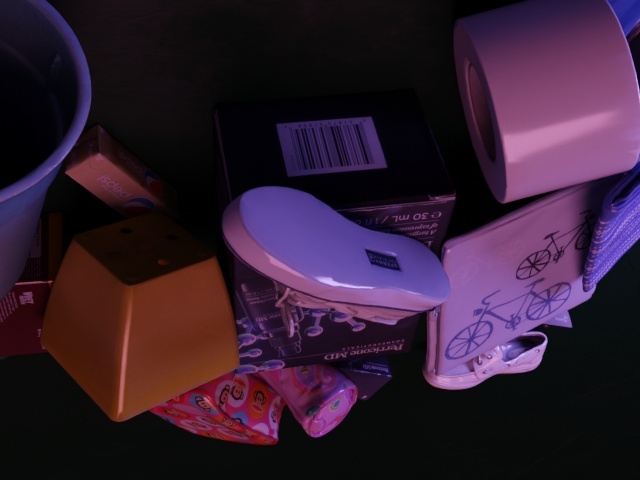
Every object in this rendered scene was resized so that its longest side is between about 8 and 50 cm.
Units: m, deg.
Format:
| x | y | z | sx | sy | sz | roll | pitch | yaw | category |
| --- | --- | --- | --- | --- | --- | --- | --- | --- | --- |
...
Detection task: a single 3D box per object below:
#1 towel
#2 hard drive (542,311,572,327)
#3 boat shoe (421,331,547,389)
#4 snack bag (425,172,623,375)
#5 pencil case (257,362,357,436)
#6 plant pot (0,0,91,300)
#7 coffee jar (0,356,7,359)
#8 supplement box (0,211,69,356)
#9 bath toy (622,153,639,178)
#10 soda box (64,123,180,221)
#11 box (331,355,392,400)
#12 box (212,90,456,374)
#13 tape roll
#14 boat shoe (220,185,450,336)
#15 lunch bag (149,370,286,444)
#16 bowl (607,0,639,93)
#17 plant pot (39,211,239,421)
| x | y | z | sx | sy | sz | roll | pitch | yaw | category |
| --- | --- | --- | --- | --- | --- | --- | --- | --- | --- |
| 0.476 | -0.059 | 1.243 | 0.243 | 0.040 | 0.336 | -43 | 156 | -7 | towel |
| 0.325 | 0.125 | 1.620 | 0.255 | 0.054 | 0.172 | 10 | 175 | -29 | hard drive |
| 0.344 | 0.234 | 1.804 | 0.277 | 0.098 | 0.096 | -11 | 144 | -19 | boat shoe |
| 0.302 | 0.048 | 1.323 | 0.323 | 0.037 | 0.342 | -24 | 142 | -13 | snack bag |
| -0.066 | 0.200 | 1.467 | 0.124 | 0.284 | 0.124 | -37 | 153 | -22 | pencil case |
| -0.451 | -0.081 | 0.971 | 0.341 | 0.341 | 0.334 | 3 | 148 | -21 | plant pot |
| -0.599 | 0.150 | 1.393 | 0.184 | 0.096 | 0.079 | -3 | 139 | -13 | coffee jar |
| -0.474 | 0.071 | 1.301 | 0.194 | 0.129 | 0.191 | -4 | 142 | -12 | supplement box |
| 0.425 | -0.033 | 1.455 | 0.129 | 0.151 | 0.348 | 28 | 129 | -6 | bath toy |
| -0.277 | -0.083 | 1.221 | 0.061 | 0.058 | 0.181 | -26 | 142 | 16 | soda box |
| 0.031 | 0.199 | 1.603 | 0.156 | 0.158 | 0.093 | 13 | 136 | -32 | box |
| 0.000 | 0.000 | 1.289 | 0.294 | 0.212 | 0.395 | -7 | 144 | -10 | box |
| 0.282 | -0.185 | 1.107 | 0.169 | 0.246 | 0.246 | -15 | 143 | 4 | tape roll |
| -0.005 | 0.044 | 1.075 | 0.156 | 0.135 | 0.367 | -36 | 148 | 31 | boat shoe |
| -0.232 | 0.297 | 1.646 | 0.258 | 0.120 | 0.293 | -3 | 150 | 29 | lunch bag |
| 0.549 | -0.273 | 1.216 | 0.391 | 0.077 | 0.391 | -9 | 143 | -7 | bowl |
| -0.248 | 0.084 | 1.201 | 0.212 | 0.212 | 0.187 | -21 | 132 | -39 | plant pot |
